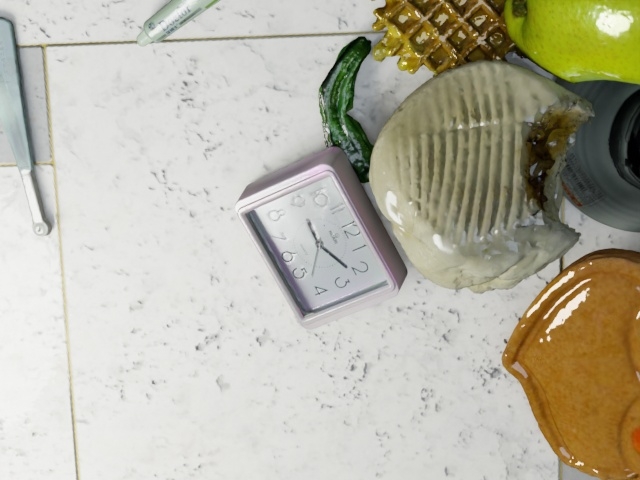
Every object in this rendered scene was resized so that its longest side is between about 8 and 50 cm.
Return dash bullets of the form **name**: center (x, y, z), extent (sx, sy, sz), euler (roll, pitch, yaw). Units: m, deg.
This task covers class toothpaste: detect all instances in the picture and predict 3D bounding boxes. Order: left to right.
- **toothpaste**: center (-0.153, -0.288, 1.730), extent (0.197, 0.029, 0.048), euler (-31, 124, 32)

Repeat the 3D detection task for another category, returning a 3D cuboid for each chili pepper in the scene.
- **chili pepper**: center (0.036, -0.161, 1.798), extent (0.073, 0.050, 0.182), euler (-5, 102, 6)

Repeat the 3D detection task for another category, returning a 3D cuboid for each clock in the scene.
- **clock**: center (0.000, 0.000, 1.804), extent (0.150, 0.063, 0.197), euler (-23, 106, 22)

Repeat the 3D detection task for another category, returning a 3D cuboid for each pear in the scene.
- **pear**: center (0.337, -0.254, 1.656), extent (0.292, 0.292, 0.159), euler (-2, 103, -3)

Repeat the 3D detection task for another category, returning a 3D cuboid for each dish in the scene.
- **dish**: center (0.424, -0.130, 1.784), extent (0.273, 0.134, 0.273), euler (-1, 104, -4)

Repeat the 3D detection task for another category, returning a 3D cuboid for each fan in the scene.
- **fan**: center (-0.384, -0.138, 1.795), extent (0.057, 0.023, 0.282), euler (-11, 103, -2)

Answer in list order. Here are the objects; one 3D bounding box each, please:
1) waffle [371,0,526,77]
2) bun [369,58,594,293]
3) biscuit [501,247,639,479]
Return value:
- **waffle**: center (0.174, -0.309, 1.767), extent (0.232, 0.051, 0.228), euler (3, 103, -5)
- **bun**: center (0.198, -0.070, 1.748), extent (0.282, 0.205, 0.281), euler (-5, 73, 16)
- **biscuit**: center (0.455, 0.179, 1.814), extent (0.455, 0.078, 0.349), euler (11, 116, 17)
